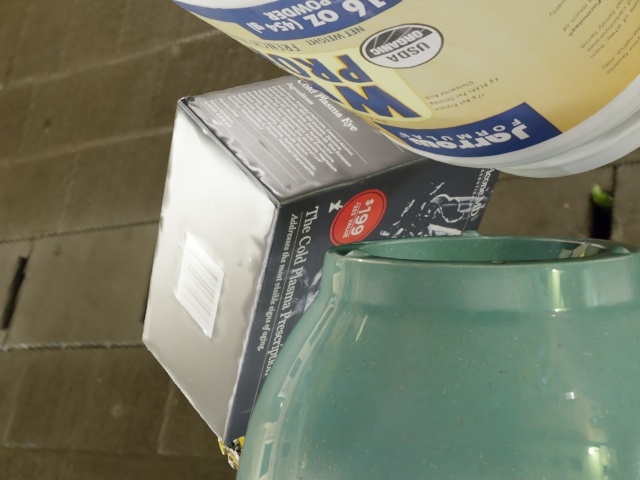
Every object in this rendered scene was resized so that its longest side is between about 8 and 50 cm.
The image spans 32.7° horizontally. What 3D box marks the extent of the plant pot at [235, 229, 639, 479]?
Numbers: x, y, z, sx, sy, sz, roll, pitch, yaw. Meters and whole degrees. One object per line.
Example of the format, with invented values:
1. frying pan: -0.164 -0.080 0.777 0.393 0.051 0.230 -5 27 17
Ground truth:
1. plant pot: 0.090 0.097 0.606 0.293 0.293 0.196 4 98 41

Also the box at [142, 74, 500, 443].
1. box: 0.000 0.000 1.181 0.179 0.312 0.343 45 138 31

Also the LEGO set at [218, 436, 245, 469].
1. LEGO set: -0.084 0.402 1.430 0.192 0.255 0.331 -25 63 -21

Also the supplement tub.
1. supplement tub: 0.061 -0.168 0.544 0.228 0.316 0.228 -12 68 33
